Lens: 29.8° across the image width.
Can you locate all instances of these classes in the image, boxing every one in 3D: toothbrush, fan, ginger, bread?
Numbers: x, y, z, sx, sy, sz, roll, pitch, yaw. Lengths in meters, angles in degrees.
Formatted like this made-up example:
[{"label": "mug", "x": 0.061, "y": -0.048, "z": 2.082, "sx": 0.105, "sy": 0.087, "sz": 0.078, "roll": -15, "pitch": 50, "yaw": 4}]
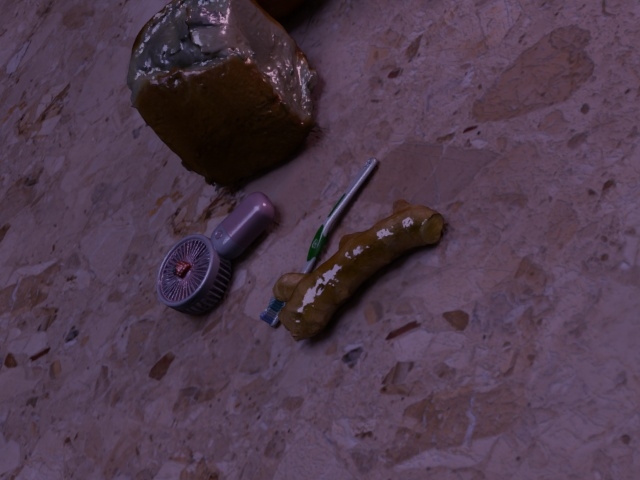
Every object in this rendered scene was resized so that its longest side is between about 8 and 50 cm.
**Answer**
[{"label": "toothbrush", "x": 0.001, "y": 0.001, "z": 1.842, "sx": 0.304, "sy": 0.030, "sz": 0.030, "roll": -56, "pitch": 41, "yaw": -2}, {"label": "fan", "x": -0.169, "y": 0.016, "z": 1.958, "sx": 0.244, "sy": 0.074, "sz": 0.130, "roll": -46, "pitch": 42, "yaw": 12}, {"label": "ginger", "x": 0.054, "y": 0.038, "z": 1.737, "sx": 0.299, "sy": 0.065, "sz": 0.118, "roll": -34, "pitch": 56, "yaw": 21}, {"label": "bread", "x": -0.163, "y": -0.266, "z": 1.989, "sx": 0.250, "sy": 0.279, "sz": 0.225, "roll": -29, "pitch": 35, "yaw": 28}]

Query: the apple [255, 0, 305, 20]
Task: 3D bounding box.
[{"label": "apple", "x": -0.098, "y": -0.489, "z": 2.103, "sx": 0.230, "sy": 0.230, "sz": 0.230, "roll": -23, "pitch": 51, "yaw": 33}]
